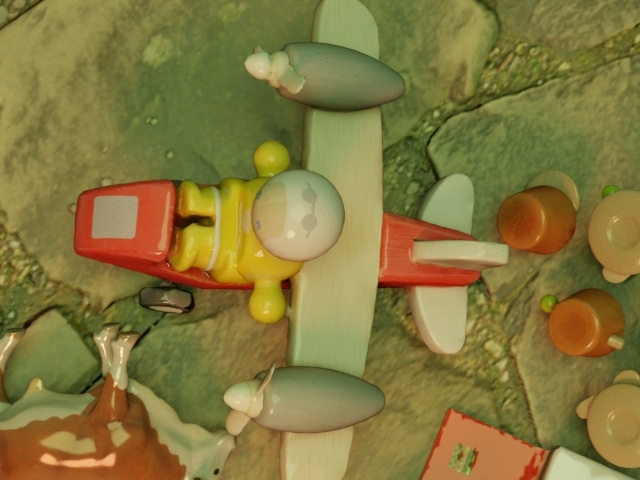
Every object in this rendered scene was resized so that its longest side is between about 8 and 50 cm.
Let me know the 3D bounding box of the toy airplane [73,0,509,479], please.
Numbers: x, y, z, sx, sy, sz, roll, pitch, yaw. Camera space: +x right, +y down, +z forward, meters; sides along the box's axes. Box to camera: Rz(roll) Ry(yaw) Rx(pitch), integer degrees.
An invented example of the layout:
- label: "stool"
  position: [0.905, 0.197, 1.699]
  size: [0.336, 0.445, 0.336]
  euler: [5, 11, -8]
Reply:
- label: "toy airplane"
  position: [0.000, 0.000, 1.364]
  size: [0.384, 0.272, 0.386]
  euler: [-39, 84, -8]

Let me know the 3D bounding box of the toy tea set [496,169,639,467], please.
- label: "toy tea set"
  position: [0.326, 0.060, 1.439]
  size: [0.200, 0.124, 0.336]
  euler: [-35, 73, 31]

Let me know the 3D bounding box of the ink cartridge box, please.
- label: "ink cartridge box"
  position: [0.196, 0.339, 1.425]
  size: [0.239, 0.060, 0.275]
  euler: [23, 81, 0]

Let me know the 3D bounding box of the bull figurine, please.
- label: "bull figurine"
  position: [-0.243, 0.183, 1.397]
  size: [0.310, 0.101, 0.188]
  euler: [-4, 98, 1]
